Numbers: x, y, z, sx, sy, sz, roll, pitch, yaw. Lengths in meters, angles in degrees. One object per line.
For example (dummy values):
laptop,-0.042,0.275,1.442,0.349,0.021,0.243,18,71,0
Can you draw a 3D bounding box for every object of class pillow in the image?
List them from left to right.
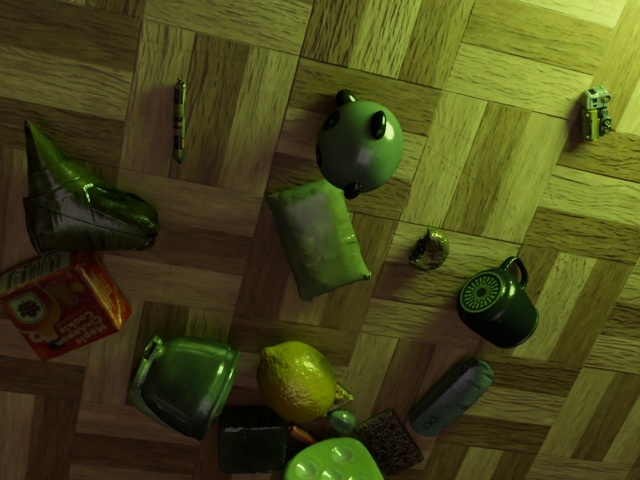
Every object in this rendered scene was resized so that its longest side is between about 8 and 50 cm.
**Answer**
pillow,0.000,0.000,1.791,0.185,0.075,0.302,-18,117,-1

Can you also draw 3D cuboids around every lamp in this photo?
lamp,0.074,-0.208,1.592,0.198,0.244,0.197,-6,120,-11

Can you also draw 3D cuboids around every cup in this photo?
cup,0.462,0.153,1.904,0.176,0.169,0.223,42,75,-29

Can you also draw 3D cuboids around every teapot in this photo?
teapot,-0.345,0.347,1.885,0.239,0.321,0.239,25,72,-3

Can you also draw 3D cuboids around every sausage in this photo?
sausage,-0.304,-0.255,1.634,0.025,0.028,0.198,-11,123,-29
sausage,-0.046,0.548,2.103,0.129,0.034,0.034,38,107,-24

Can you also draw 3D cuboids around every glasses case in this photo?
glasses case,0.359,0.434,2.082,0.109,0.067,0.282,33,110,-25

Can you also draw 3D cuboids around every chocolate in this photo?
chocolate,-0.601,0.148,1.765,0.237,0.108,0.234,-22,121,2

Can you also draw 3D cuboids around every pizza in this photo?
pizza,0.004,0.413,2.033,0.178,0.041,0.131,5,116,-11

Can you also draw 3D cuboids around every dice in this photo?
dice,0.045,0.713,2.051,0.250,0.254,0.252,-20,131,-15

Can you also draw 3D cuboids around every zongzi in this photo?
zongzi,-0.496,-0.116,1.623,0.286,0.138,0.300,-2,117,-10

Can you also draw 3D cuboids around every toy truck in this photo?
toy truck,0.631,-0.290,1.738,0.063,0.052,0.123,-11,121,5

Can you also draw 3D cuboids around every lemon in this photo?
lemon,-0.059,0.357,1.909,0.188,0.188,0.256,-36,112,11

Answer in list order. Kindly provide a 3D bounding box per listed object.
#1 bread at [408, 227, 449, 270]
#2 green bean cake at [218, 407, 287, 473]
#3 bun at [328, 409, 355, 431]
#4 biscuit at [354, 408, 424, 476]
bread,0.270,0.024,1.851,0.082,0.060,0.113,26,114,-20
green bean cake,-0.186,0.543,2.045,0.183,0.094,0.185,-1,119,-8
bun,0.060,0.493,2.077,0.083,0.045,0.083,12,138,11
biscuit,0.200,0.585,2.164,0.131,0.025,0.231,-30,118,8
